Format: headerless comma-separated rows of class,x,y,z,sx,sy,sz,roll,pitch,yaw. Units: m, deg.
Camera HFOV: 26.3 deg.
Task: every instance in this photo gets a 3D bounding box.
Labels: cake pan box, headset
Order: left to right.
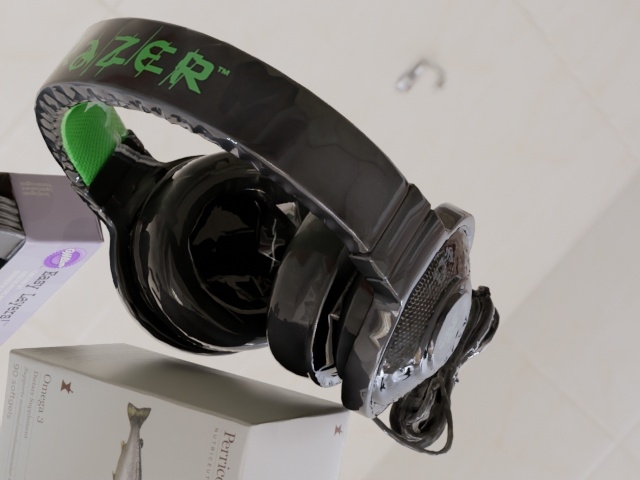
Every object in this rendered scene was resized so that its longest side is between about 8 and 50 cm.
cake pan box,-0.329,0.028,1.042,0.246,0.267,0.070,1,-119,-42
headset,0.000,0.000,0.830,0.243,0.185,0.394,14,151,40

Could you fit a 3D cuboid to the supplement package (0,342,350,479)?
supplement package,-0.089,0.129,0.790,0.179,0.105,0.105,11,-176,32
